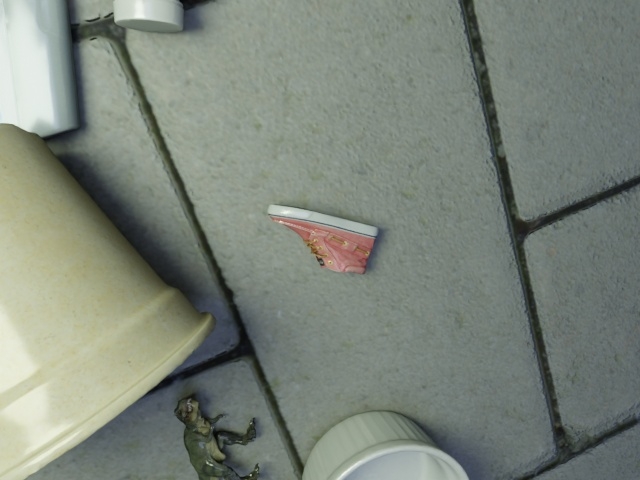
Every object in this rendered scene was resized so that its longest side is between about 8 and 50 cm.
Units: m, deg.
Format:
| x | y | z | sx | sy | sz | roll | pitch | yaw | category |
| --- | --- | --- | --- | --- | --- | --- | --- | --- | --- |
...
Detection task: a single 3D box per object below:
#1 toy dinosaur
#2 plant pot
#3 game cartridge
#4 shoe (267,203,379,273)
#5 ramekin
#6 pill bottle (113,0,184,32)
| x | y | z | sx | sy | sz | roll | pitch | yaw | category |
| --- | --- | --- | --- | --- | --- | --- | --- | --- | --- |
| -0.159 | 0.349 | 0.764 | 0.118 | 0.064 | 0.268 | -6 | 107 | -6 | toy dinosaur |
| -0.342 | 0.056 | 0.534 | 0.334 | 0.334 | 0.305 | -31 | 97 | -6 | plant pot |
| -0.452 | -0.204 | 0.560 | 0.298 | 0.062 | 0.198 | -3 | 99 | -14 | game cartridge |
| 0.000 | 0.000 | 0.718 | 0.178 | 0.063 | 0.081 | 13 | 94 | -21 | shoe |
| 0.100 | 0.430 | 0.807 | 0.277 | 0.135 | 0.277 | -3 | 103 | -15 | ramekin |
| -0.204 | -0.354 | 0.559 | 0.108 | 0.108 | 0.193 | -2 | 103 | -14 | pill bottle |
